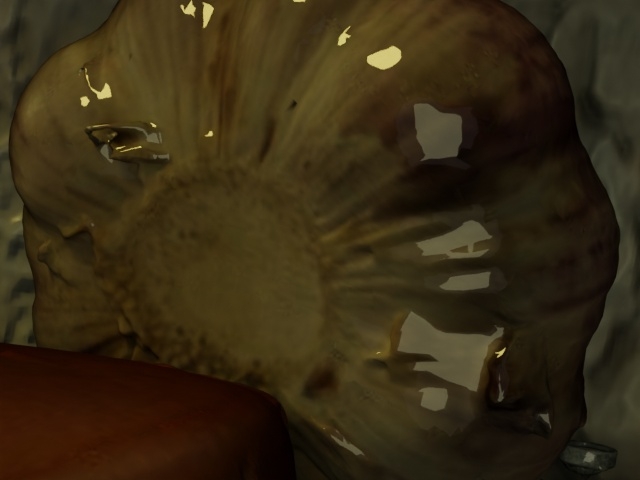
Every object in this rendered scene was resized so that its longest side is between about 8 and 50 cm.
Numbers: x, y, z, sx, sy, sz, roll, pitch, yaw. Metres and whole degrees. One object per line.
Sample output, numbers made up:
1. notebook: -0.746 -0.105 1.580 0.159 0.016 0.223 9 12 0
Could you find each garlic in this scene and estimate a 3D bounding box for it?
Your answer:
1. garlic: 0.000 0.000 0.704 0.245 0.160 0.245 6 104 25

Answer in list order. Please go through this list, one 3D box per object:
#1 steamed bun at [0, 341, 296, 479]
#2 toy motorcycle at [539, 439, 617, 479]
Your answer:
1. steamed bun: -0.197 0.152 0.611 0.379 0.248 0.235 2 101 28
2. toy motorcycle: 0.124 0.127 0.752 0.190 0.106 0.074 8 95 -6
